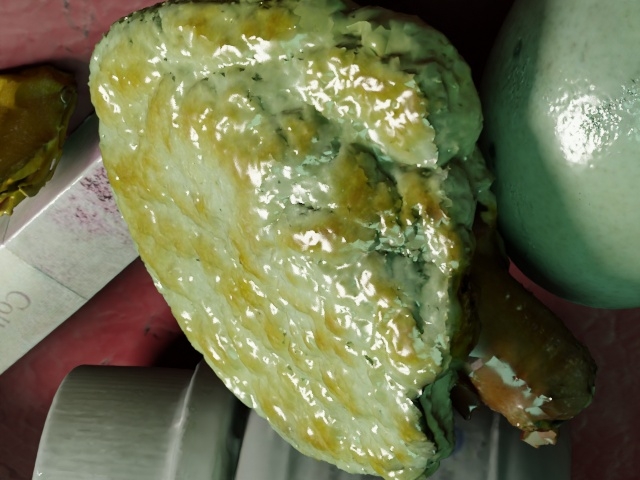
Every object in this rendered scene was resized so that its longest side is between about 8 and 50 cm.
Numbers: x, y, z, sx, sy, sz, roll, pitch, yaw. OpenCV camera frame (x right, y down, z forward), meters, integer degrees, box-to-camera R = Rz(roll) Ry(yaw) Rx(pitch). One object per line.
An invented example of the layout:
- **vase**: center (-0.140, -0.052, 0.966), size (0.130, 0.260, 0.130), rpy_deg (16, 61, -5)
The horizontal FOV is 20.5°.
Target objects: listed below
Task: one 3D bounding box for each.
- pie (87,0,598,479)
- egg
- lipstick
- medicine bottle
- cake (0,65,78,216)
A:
- **pie**: center (-0.007, -0.002, 0.898), size (0.257, 0.105, 0.274), rpy_deg (-10, 110, 45)
- **egg**: center (0.163, -0.065, 0.876), size (0.169, 0.169, 0.236), rpy_deg (14, 139, -5)
- **lipstick**: center (-0.196, 0.029, 1.081), size (0.066, 0.068, 0.317), rpy_deg (37, 126, -22)
- **medicine bottle**: center (-0.009, 0.187, 1.076), size (0.306, 0.245, 0.245), rpy_deg (4, 132, 6)
- **cake**: center (-0.224, -0.035, 1.003), size (0.185, 0.116, 0.079), rpy_deg (-7, 132, 8)
